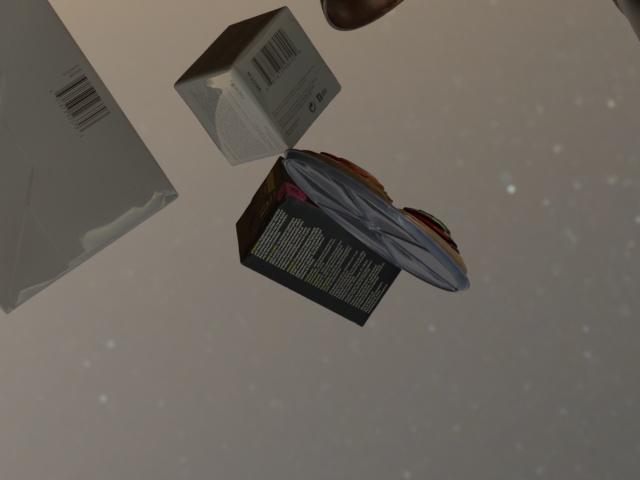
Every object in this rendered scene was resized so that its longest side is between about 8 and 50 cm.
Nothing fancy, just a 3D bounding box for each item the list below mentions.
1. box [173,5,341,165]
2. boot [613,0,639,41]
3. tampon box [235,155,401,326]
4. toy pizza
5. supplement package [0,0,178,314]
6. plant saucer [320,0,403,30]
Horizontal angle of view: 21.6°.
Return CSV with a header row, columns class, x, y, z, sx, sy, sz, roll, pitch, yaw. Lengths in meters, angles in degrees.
class,x,y,z,sx,sy,sz,roll,pitch,yaw
box,-0.057,-0.141,1.544,0.087,0.102,0.101,-10,-147,45
boot,0.300,-0.264,1.251,0.138,0.377,0.284,0,-145,-5
tampon box,0.000,0.000,1.874,0.101,0.161,0.120,-57,-163,16
toy pizza,0.054,-0.024,1.476,0.032,0.201,0.201,-53,-163,-8
supplement package,-0.297,-0.093,1.636,0.204,0.262,0.145,-35,-174,-10
plant saucer,0.052,-0.206,1.050,0.168,0.029,0.168,-44,163,-17
